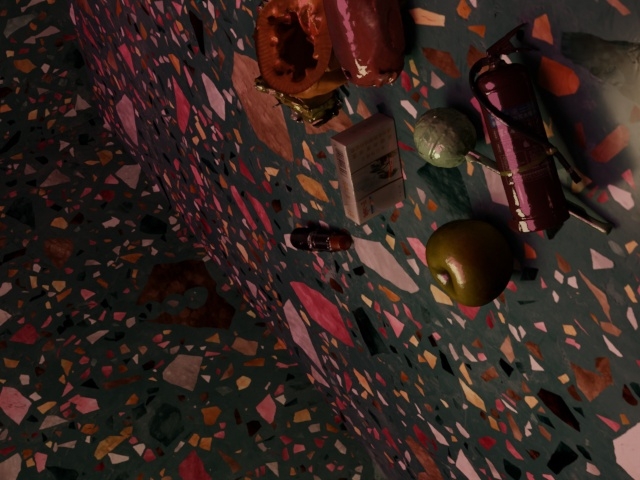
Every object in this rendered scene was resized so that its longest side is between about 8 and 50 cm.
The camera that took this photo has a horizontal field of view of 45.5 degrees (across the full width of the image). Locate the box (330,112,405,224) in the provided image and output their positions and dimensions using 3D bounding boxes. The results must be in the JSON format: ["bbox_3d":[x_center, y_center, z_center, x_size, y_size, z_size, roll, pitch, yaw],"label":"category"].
[{"bbox_3d":[0.116,-0.169,1.828,0.067,0.149,0.233,40,151,46],"label":"box"}]

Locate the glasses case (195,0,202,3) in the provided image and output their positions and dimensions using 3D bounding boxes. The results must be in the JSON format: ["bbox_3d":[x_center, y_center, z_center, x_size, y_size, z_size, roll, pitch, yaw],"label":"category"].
[{"bbox_3d":[-0.394,-0.843,2.187,0.301,0.070,0.117,61,165,-9],"label":"glasses case"}]

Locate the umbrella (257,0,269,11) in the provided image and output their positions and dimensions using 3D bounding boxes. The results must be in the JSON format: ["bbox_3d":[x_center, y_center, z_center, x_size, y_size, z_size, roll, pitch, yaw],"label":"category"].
[{"bbox_3d":[-0.114,-0.572,1.928,0.062,0.067,0.143,-99,-15,-60],"label":"umbrella"}]

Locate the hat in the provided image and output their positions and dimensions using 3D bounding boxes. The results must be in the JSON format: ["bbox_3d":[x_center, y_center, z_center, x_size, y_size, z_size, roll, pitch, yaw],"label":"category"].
[{"bbox_3d":[0.003,-0.417,1.728,0.244,0.233,0.233,29,-172,35],"label":"hat"}]

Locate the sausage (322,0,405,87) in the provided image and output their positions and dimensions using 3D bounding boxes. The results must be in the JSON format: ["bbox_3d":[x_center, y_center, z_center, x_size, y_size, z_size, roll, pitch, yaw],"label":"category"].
[{"bbox_3d":[0.089,-0.443,1.529,0.152,0.152,0.279,30,144,51],"label":"sausage"}]

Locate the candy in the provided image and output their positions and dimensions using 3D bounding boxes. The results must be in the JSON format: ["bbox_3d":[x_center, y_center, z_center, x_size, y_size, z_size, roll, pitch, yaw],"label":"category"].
[{"bbox_3d":[0.355,-0.125,1.452,0.440,0.119,0.119,37,150,30],"label":"candy"}]

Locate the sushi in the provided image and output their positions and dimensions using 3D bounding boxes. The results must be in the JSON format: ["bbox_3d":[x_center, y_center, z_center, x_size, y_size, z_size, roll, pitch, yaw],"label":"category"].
[{"bbox_3d":[-0.075,-0.379,2.000,0.291,0.139,0.131,40,159,36],"label":"sushi"}]

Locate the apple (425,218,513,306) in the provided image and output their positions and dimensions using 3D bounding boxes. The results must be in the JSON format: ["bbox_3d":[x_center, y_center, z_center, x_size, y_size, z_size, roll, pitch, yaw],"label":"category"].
[{"bbox_3d":[0.322,0.042,1.643,0.196,0.157,0.196,48,156,29],"label":"apple"}]

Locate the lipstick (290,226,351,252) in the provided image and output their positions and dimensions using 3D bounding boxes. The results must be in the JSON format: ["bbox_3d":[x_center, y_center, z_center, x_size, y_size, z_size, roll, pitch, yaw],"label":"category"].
[{"bbox_3d":[0.000,0.000,2.401,0.300,0.081,0.081,7,125,60],"label":"lipstick"}]

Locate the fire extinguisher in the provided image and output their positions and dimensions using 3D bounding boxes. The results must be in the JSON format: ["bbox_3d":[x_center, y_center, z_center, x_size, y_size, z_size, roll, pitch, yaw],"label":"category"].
[{"bbox_3d":[0.351,-0.191,1.311,0.105,0.141,0.341,-92,-16,-79],"label":"fire extinguisher"}]
